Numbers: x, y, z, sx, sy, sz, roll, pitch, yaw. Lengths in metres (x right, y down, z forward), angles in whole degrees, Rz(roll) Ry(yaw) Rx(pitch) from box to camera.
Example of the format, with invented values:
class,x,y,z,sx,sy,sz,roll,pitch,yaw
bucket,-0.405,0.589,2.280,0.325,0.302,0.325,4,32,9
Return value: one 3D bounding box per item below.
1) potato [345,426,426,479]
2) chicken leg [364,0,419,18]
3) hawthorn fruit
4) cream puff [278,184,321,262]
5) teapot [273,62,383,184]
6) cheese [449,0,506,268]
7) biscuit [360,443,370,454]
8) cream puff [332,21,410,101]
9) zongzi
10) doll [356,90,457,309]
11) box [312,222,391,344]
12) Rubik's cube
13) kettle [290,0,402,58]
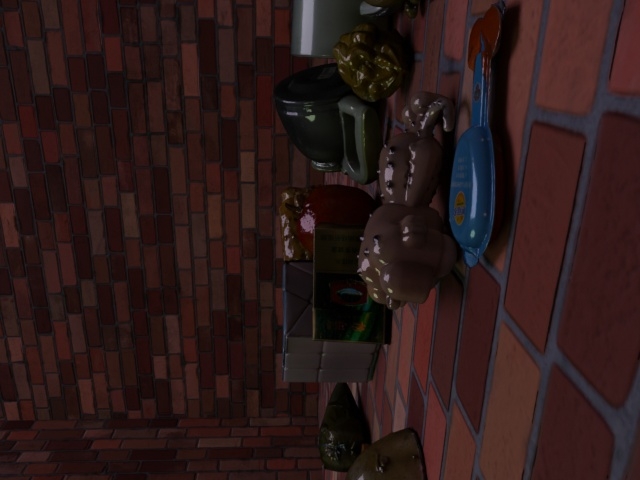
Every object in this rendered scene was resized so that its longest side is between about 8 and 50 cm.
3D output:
class,x,y,z,sx,sy,sz,roll,pitch,yaw
potato,0.098,0.403,0.858,0.202,0.117,0.182,100,167,-66
chicken leg,0.105,-0.492,0.663,0.429,0.153,0.201,109,144,-62
hawthorn fruit,0.021,-0.046,1.224,0.196,0.226,0.196,-53,27,42
cream puff,0.000,0.000,1.538,0.327,0.231,0.343,86,175,-53
teapot,0.059,-0.277,1.247,0.239,0.322,0.239,-44,-47,-34
cheese,0.158,-0.097,0.524,0.106,0.037,0.256,-121,33,-81
biscuit,0.110,0.619,1.225,0.183,0.043,0.280,114,161,-73
cream puff,0.100,-0.322,0.927,0.116,0.146,0.146,-24,58,43
zongzi,0.061,0.477,1.432,0.251,0.125,0.274,95,180,-64
doll,0.117,-0.048,0.676,0.154,0.119,0.278,-142,62,-85
box,0.065,0.087,1.074,0.071,0.159,0.240,-68,-21,-79
Rubik's cube,0.018,0.199,1.288,0.224,0.221,0.231,95,174,-46
kettle,0.049,-0.519,1.030,0.265,0.205,0.318,-91,5,-70
